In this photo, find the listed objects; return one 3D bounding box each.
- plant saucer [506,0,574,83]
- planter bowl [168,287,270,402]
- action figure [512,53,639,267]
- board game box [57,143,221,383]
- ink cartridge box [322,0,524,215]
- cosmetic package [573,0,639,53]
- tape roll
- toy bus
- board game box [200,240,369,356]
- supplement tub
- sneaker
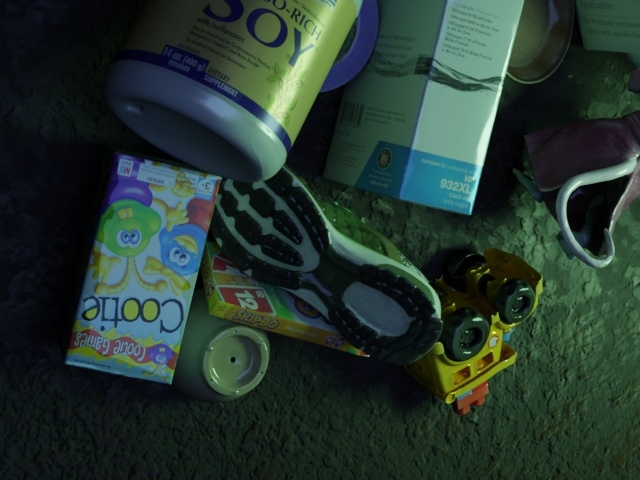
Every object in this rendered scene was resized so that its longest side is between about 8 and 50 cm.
[{"bbox_3d":[0.298,-0.330,2.088,0.198,0.036,0.198,-10,104,-42],"label":"plant saucer"},{"bbox_3d":[-0.135,0.153,1.956,0.162,0.109,0.162,-5,101,-25],"label":"planter bowl"},{"bbox_3d":[0.470,-0.152,2.081,0.370,0.276,0.248,-32,95,7],"label":"action figure"},{"bbox_3d":[-0.239,0.028,1.852,0.142,0.144,0.275,13,94,-15],"label":"board game box"},{"bbox_3d":[0.137,-0.209,1.952,0.129,0.223,0.307,11,95,-27],"label":"ink cartridge box"},{"bbox_3d":[0.543,-0.501,2.030,0.327,0.329,0.394,-26,111,-18],"label":"cosmetic package"},{"bbox_3d":[-0.021,-0.298,1.940,0.189,0.080,0.189,-5,101,-25],"label":"tape roll"},{"bbox_3d":[0.225,0.146,2.117,0.220,0.149,0.211,-29,124,-21],"label":"toy bus"},{"bbox_3d":[-0.043,0.083,1.982,0.259,0.124,0.039,20,124,-29],"label":"board game box"},{"bbox_3d":[-0.092,-0.264,1.728,0.241,0.241,0.331,32,75,-27],"label":"supplement tub"},{"bbox_3d":[0.000,0.000,1.986,0.410,0.182,0.158,42,111,-5],"label":"sneaker"}]
